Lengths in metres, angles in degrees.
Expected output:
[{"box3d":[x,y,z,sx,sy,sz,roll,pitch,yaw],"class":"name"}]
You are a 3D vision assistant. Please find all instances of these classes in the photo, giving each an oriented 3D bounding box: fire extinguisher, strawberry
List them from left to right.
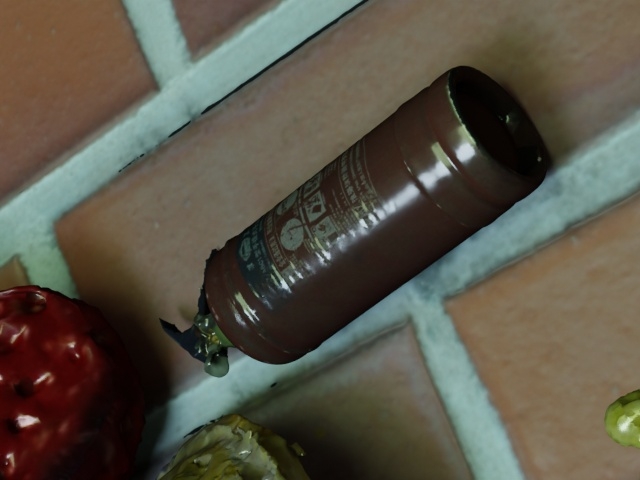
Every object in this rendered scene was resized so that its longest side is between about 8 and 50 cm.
[{"box3d":[-0.288,0.189,1.378,0.345,0.295,0.317,-39,46,-7],"class":"strawberry"},{"box3d":[0.000,0.000,1.263,0.344,0.102,0.138,-37,38,29],"class":"fire extinguisher"}]

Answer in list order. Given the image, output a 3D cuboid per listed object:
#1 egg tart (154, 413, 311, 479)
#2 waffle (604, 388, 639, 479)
[{"box3d":[-0.089,0.294,1.226,0.352,0.150,0.351,-16,72,59],"class":"egg tart"},{"box3d":[0.328,0.087,0.964,0.312,0.060,0.307,-45,52,-14],"class":"waffle"}]
